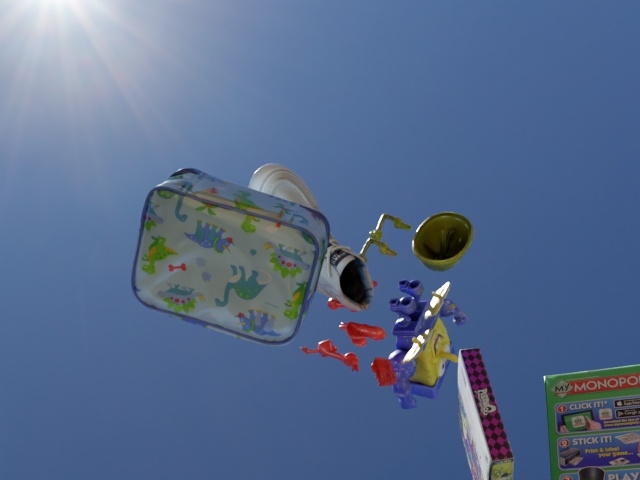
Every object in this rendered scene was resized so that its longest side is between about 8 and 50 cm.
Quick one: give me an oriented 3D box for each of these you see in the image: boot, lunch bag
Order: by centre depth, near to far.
[{"bbox_3d":[-0.109,0.024,0.920,0.218,0.176,0.090,16,-157,4],"label":"lunch bag"},{"bbox_3d":[0.000,0.000,1.106,0.095,0.258,0.123,-48,-135,-14],"label":"boot"}]

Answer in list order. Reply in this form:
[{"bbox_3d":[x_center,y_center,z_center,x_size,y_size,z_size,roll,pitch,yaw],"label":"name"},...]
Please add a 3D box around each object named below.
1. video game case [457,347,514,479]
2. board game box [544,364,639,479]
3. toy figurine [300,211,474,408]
[{"bbox_3d":[0.272,0.334,1.296,0.041,0.210,0.232,-7,-143,1],"label":"video game case"},{"bbox_3d":[0.425,0.234,0.886,0.317,0.046,0.214,-12,-140,24],"label":"board game box"},{"bbox_3d":[0.142,0.142,1.247,0.191,0.217,0.363,0,-142,29],"label":"toy figurine"}]
